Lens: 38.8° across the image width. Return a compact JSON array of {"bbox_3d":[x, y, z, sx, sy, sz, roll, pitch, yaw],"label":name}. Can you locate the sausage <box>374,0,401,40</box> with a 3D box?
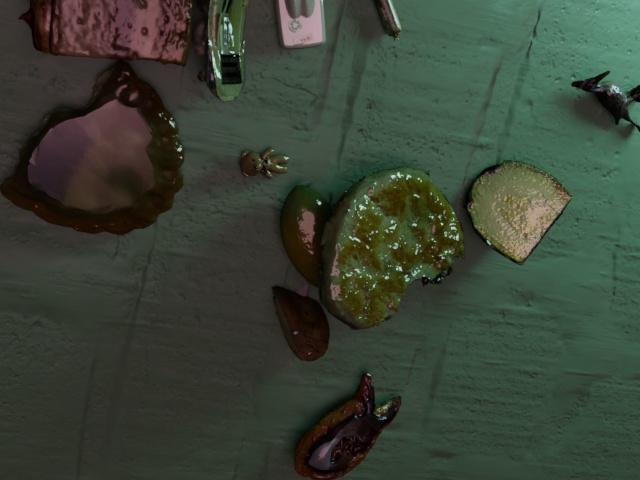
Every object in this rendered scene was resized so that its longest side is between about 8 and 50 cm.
[{"bbox_3d":[0.097,-0.495,1.683,0.033,0.033,0.269,-25,112,-3],"label":"sausage"}]

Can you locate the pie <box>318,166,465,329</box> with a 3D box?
[{"bbox_3d":[0.135,0.009,1.779,0.371,0.078,0.296,-30,115,-29],"label":"pie"}]

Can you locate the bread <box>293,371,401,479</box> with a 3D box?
[{"bbox_3d":[0.054,0.410,1.958,0.269,0.095,0.139,-48,114,-9],"label":"bread"}]

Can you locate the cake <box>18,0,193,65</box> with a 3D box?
[{"bbox_3d":[-0.357,-0.403,1.535,0.293,0.196,0.198,3,106,-8],"label":"cake"}]

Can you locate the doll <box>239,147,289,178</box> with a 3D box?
[{"bbox_3d":[-0.109,-0.150,1.760,0.093,0.051,0.061,-9,112,-40],"label":"doll"}]

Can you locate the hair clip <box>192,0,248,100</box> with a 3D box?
[{"bbox_3d":[-0.177,-0.414,1.611,0.091,0.138,0.321,13,105,14],"label":"hair clip"}]

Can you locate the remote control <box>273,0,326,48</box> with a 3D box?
[{"bbox_3d":[-0.042,-0.465,1.654,0.090,0.049,0.230,-9,111,-7],"label":"remote control"}]

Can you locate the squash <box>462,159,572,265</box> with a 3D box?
[{"bbox_3d":[0.395,-0.072,1.882,0.184,0.085,0.192,38,95,8],"label":"squash"}]

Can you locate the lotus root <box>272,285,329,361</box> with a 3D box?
[{"bbox_3d":[-0.030,0.175,1.845,0.095,0.135,0.159,-24,125,-5],"label":"lotus root"}]

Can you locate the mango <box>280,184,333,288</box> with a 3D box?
[{"bbox_3d":[-0.004,0.006,1.803,0.137,0.091,0.237,-43,108,0],"label":"mango"}]

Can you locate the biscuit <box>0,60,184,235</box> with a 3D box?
[{"bbox_3d":[-0.408,-0.166,1.663,0.330,0.078,0.334,5,109,-18],"label":"biscuit"}]

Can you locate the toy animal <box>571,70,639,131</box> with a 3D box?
[{"bbox_3d":[0.597,-0.291,1.847,0.203,0.070,0.105,16,123,-21],"label":"toy animal"}]
